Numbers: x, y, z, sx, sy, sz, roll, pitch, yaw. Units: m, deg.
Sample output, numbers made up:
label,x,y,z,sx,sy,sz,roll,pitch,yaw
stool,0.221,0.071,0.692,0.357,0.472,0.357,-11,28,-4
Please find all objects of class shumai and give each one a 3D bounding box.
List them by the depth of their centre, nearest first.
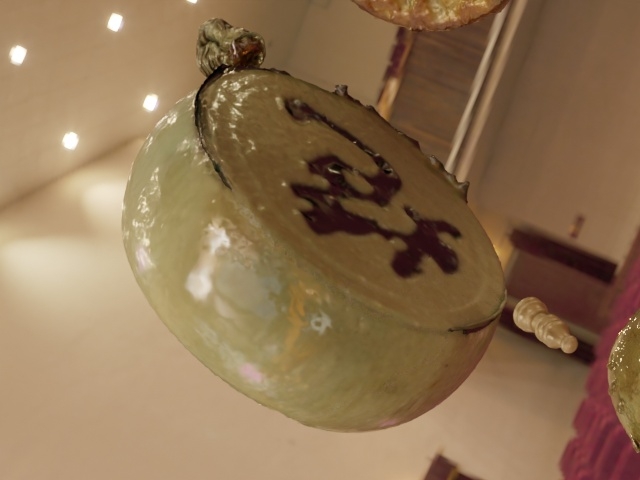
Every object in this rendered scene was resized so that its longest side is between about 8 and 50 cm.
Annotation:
label,x,y,z,sx,sy,sz,roll,pitch,yaw
shumai,-0.083,-0.198,1.201,0.082,0.080,0.083,-25,-80,-45

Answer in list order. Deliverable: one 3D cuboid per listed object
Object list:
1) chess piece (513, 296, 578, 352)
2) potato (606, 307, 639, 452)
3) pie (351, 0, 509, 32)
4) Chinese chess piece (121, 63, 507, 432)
label,x,y,z,sx,sy,sz,roll,pitch,yaw
chess piece,0.228,0.089,1.149,0.035,0.035,0.092,-69,23,11
potato,0.467,0.132,1.335,0.270,0.219,0.359,-30,-27,-10
pie,0.131,-0.416,1.517,0.092,0.315,0.315,-47,-23,-46
Chinese chess piece,0.000,0.000,1.014,0.146,0.349,0.349,-52,-7,29
